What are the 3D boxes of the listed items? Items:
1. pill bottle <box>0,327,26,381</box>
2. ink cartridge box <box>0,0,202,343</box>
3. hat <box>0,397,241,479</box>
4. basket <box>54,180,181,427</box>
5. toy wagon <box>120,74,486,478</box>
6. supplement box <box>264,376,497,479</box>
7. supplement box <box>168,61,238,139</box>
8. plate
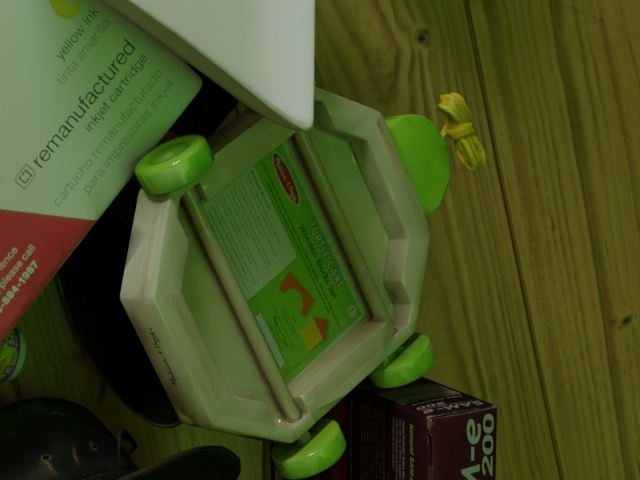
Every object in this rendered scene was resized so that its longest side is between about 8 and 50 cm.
[{"bbox_3d":[-0.271,0.081,1.528,0.083,0.043,0.043,14,92,-35],"label":"pill bottle"},{"bbox_3d":[-0.318,-0.134,1.369,0.384,0.160,0.279,43,79,-31],"label":"ink cartridge box"},{"bbox_3d":[-0.227,0.199,1.496,0.331,0.331,0.134,-25,75,-27],"label":"hat"},{"bbox_3d":[-0.070,0.019,1.583,0.227,0.154,0.204,-21,69,-36],"label":"basket"},{"bbox_3d":[0.000,0.000,1.500,0.344,0.068,0.267,-41,117,-37],"label":"toy wagon"},{"bbox_3d":[0.045,0.172,1.638,0.073,0.239,0.130,-8,105,-32],"label":"supplement box"},{"bbox_3d":[-0.103,-0.131,1.569,0.083,0.083,0.056,-52,122,-14],"label":"supplement box"},{"bbox_3d":[-0.113,-0.232,1.413,0.278,0.045,0.277,35,39,-32],"label":"plate"}]
